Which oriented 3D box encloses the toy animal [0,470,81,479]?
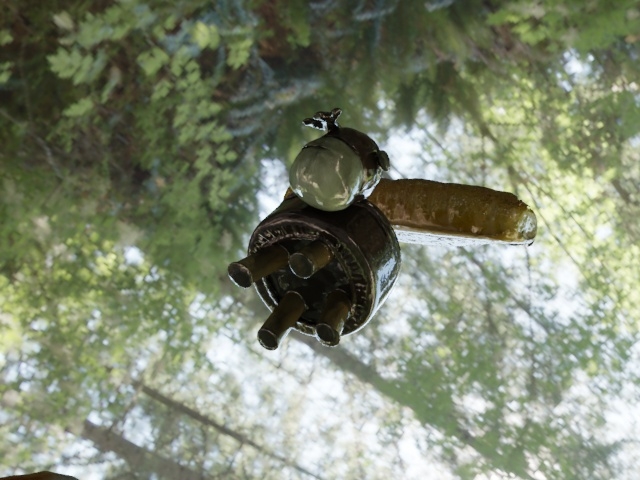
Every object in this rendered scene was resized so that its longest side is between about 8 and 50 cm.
[{"bbox_3d":[-0.239,0.122,0.376,0.284,0.302,0.225,-29,-154,14],"label":"toy animal"}]

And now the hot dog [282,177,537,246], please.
[{"bbox_3d":[0.088,-0.035,1.051,0.289,0.083,0.068,9,-95,32],"label":"hot dog"}]

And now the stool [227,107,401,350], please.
[{"bbox_3d":[0.000,0.000,0.834,0.125,0.217,0.121,21,-148,20],"label":"stool"}]
